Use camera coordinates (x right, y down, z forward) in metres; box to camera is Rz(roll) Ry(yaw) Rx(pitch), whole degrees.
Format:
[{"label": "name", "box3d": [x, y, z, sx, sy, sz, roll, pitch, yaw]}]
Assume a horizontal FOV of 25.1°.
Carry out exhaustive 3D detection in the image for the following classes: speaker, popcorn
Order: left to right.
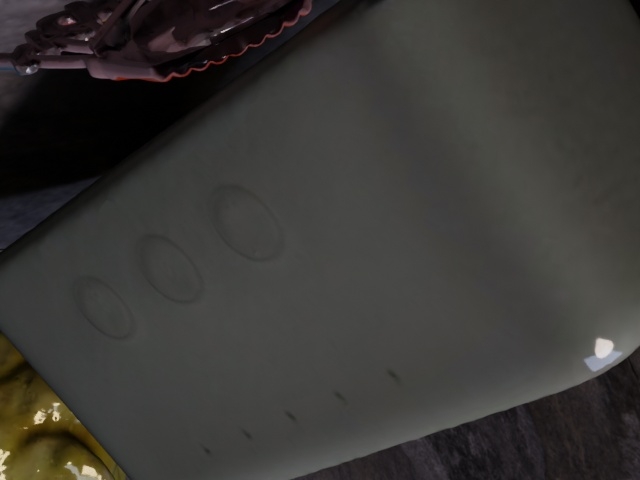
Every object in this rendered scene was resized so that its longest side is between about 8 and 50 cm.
[{"label": "popcorn", "box3d": [-0.263, 0.167, 1.039, 0.252, 0.215, 0.286, 28, 130, -36]}, {"label": "speaker", "box3d": [0.000, 0.000, 0.736, 0.183, 0.184, 0.406, -40, -172, -40]}]

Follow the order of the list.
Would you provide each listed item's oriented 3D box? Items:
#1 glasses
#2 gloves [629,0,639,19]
[{"label": "glasses", "box3d": [-0.028, -0.141, 0.583, 0.255, 0.095, 0.162, -27, -165, -9]}, {"label": "gloves", "box3d": [0.243, -0.096, 1.142, 0.141, 0.154, 0.331, -25, 161, -1]}]
